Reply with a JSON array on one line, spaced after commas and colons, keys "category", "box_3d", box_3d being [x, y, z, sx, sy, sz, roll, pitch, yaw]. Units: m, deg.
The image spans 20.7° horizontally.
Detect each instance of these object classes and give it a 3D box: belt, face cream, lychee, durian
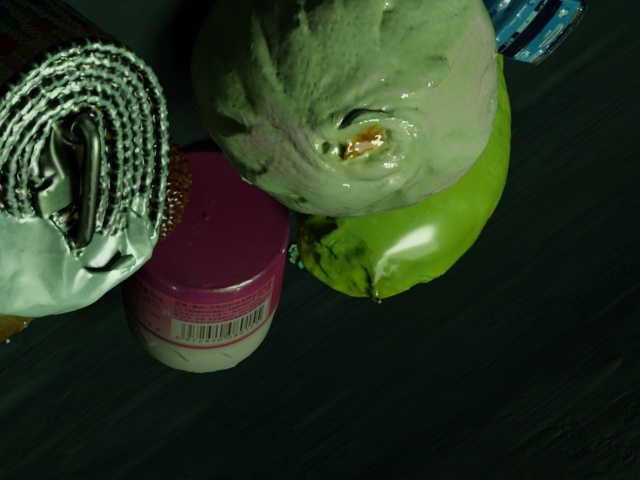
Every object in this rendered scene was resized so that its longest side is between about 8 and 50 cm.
[{"category": "belt", "box_3d": [-0.231, -0.061, 1.371, 0.207, 0.150, 0.257, -16, 130, -36]}, {"category": "face cream", "box_3d": [-0.125, 0.025, 1.847, 0.175, 0.175, 0.195, -27, 156, -22]}, {"category": "lychee", "box_3d": [-0.179, -0.052, 1.685, 0.129, 0.123, 0.123, -14, 149, -43]}, {"category": "durian", "box_3d": [0.081, -0.097, 1.829, 0.256, 0.340, 0.204, -3, 168, -17]}]

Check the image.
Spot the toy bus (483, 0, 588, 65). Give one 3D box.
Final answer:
[{"category": "toy bus", "box_3d": [0.160, -0.261, 1.689, 0.090, 0.185, 0.106, -48, 153, 25]}]

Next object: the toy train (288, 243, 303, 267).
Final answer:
[{"category": "toy train", "box_3d": [0.000, 0.000, 2.184, 0.092, 0.029, 0.045, -38, 166, -1]}]

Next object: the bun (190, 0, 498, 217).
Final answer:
[{"category": "bun", "box_3d": [0.022, -0.129, 1.593, 0.293, 0.293, 0.187, -50, -166, 29]}]

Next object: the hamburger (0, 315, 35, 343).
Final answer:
[{"category": "hamburger", "box_3d": [-0.332, 0.004, 1.560, 0.309, 0.132, 0.211, -40, 160, 12]}]
